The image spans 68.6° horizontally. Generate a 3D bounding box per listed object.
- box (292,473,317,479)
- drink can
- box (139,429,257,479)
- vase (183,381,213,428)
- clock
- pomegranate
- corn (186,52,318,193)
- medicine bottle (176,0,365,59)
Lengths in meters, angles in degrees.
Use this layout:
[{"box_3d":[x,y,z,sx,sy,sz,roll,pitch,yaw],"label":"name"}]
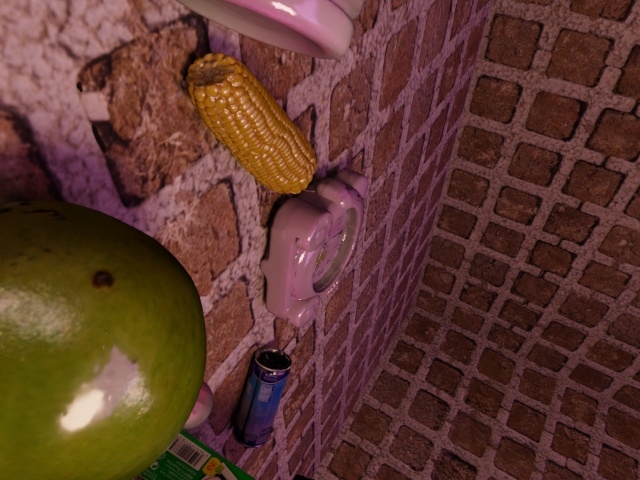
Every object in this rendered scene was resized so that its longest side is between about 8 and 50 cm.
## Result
[{"box_3d":[-0.094,0.603,0.731,0.415,0.115,0.265,-23,132,-71],"label":"box"},{"box_3d":[-0.144,0.384,1.145,0.097,0.097,0.235,-22,132,-61],"label":"drink can"},{"box_3d":[-0.200,0.465,0.876,0.103,0.249,0.180,-54,158,-31],"label":"box"},{"box_3d":[-0.250,0.236,0.754,0.086,0.086,0.214,-56,153,-23],"label":"vase"},{"box_3d":[0.000,0.000,1.048,0.322,0.113,0.296,-43,150,-47],"label":"clock"},{"box_3d":[-0.221,0.142,0.423,0.310,0.215,0.359,100,-5,-55],"label":"pomegranate"},{"box_3d":[-0.088,-0.151,0.681,0.106,0.106,0.305,-63,157,-5],"label":"corn"},{"box_3d":[-0.017,-0.371,0.454,0.212,0.211,0.326,-9,122,-66],"label":"medicine bottle"}]
